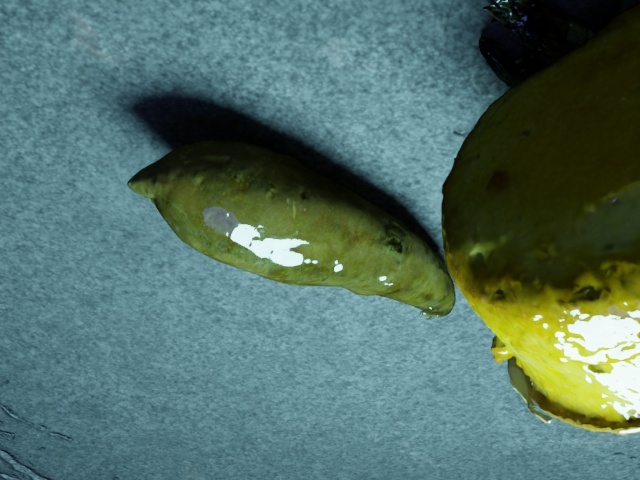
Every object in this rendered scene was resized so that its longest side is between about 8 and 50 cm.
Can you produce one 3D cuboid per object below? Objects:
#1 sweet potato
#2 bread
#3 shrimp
[{"bbox_3d":[0.005,-0.002,0.960,0.423,0.130,0.130,21,139,-30],"label":"sweet potato"},{"bbox_3d":[0.255,-0.034,0.724,0.204,0.337,0.358,40,124,-24],"label":"bread"},{"bbox_3d":[0.175,-0.171,0.796,0.161,0.034,0.091,29,135,-28],"label":"shrimp"}]
